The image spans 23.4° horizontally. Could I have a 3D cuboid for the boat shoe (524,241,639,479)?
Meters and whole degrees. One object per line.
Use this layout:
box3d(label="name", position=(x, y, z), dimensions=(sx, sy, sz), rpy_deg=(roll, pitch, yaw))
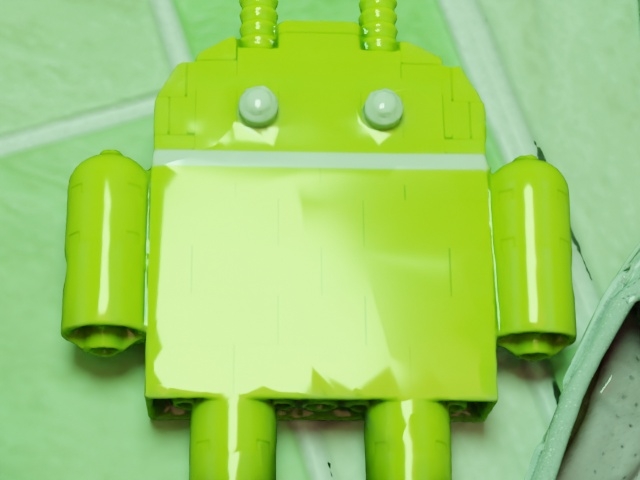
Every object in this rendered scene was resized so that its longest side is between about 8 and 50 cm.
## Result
box3d(label="boat shoe", position=(0.163, 0.081, 0.709), dimensions=(0.118, 0.103, 0.320), rpy_deg=(35, 71, 10))

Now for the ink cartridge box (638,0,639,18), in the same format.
box3d(label="ink cartridge box", position=(0.255, -0.180, 0.757), dimensions=(0.154, 0.212, 0.093), rpy_deg=(1, 69, -3))

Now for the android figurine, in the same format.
box3d(label="android figurine", position=(0.000, 0.000, 0.758), dimensions=(0.248, 0.056, 0.272), rpy_deg=(2, 71, -2))
